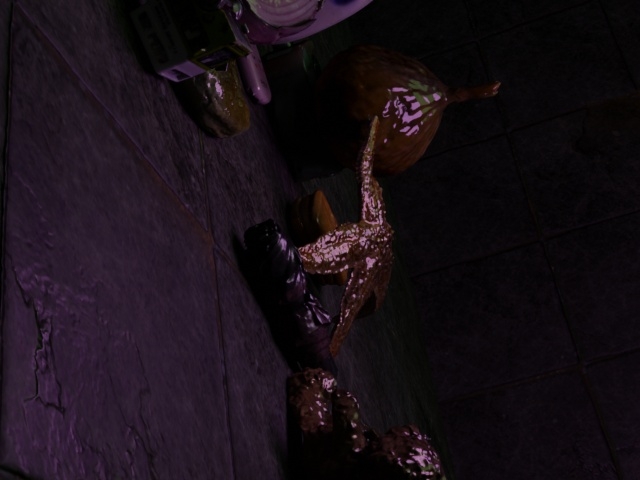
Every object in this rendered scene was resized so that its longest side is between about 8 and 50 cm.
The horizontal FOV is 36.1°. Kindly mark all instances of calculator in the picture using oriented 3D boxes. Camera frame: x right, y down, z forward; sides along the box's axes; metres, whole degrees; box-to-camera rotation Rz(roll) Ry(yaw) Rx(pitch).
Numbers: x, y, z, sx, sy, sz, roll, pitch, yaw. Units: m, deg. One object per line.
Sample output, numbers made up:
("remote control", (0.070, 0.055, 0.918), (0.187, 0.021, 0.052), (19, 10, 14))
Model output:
("calculator", (-0.140, -0.353, 1.953), (0.100, 0.032, 0.175), (3, 69, -79))

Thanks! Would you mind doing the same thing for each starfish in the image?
("starfish", (0.046, 0.026, 1.844), (0.384, 0.132, 0.398), (-41, 137, -41))

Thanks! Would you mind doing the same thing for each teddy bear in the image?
("teddy bear", (0.072, 0.309, 1.502), (0.296, 0.222, 0.246), (-90, 158, -58))

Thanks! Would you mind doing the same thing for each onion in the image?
("onion", (-0.109, -0.472, 1.790), (0.348, 0.159, 0.267), (0, 81, -52))

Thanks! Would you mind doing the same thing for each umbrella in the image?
("umbrella", (-0.039, 0.112, 1.597), (0.090, 0.094, 0.326), (-67, 141, -51))

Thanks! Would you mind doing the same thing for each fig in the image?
("fig", (0.183, -0.290, 2.011), (0.286, 0.368, 0.286), (-16, 90, -75))

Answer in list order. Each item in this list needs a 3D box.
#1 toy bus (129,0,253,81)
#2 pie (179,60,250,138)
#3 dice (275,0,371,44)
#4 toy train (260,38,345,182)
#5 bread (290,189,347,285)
("toy bus", (-0.212, -0.380, 1.386), (0.302, 0.139, 0.113), (66, 10, 5))
("pie", (-0.175, -0.290, 1.568), (0.277, 0.078, 0.277), (-15, 90, -78))
("dice", (-0.043, -0.593, 2.017), (0.304, 0.304, 0.277), (-101, 167, -64))
("toy train", (-0.039, -0.278, 2.105), (0.159, 0.129, 0.326), (-64, 136, -66))
("bread", (0.000, 0.000, 1.993), (0.116, 0.077, 0.200), (-94, 165, -51))
